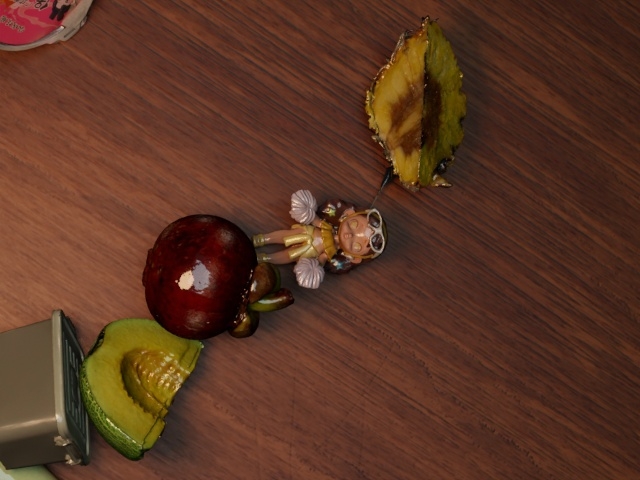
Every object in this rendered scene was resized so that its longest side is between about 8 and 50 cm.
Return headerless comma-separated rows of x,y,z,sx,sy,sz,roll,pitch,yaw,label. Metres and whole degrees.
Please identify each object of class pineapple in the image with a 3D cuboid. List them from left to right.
0.179,-0.228,1.893,0.161,0.158,0.334,-1,87,-51,pineapple

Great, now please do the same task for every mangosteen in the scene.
-0.169,0.069,1.724,0.257,0.215,0.215,14,81,-8,mangosteen

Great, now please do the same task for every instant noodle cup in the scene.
-0.519,-0.472,1.709,0.258,0.302,0.181,-39,70,-19,instant noodle cup

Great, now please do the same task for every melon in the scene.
-0.325,0.243,1.693,0.169,0.129,0.265,35,38,-8,melon

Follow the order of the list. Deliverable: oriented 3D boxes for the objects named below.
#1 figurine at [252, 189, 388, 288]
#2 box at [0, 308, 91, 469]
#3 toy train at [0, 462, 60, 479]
0.002,0.000,1.820,0.240,0.116,0.175,-7,83,-7,figurine
-0.456,0.246,1.641,0.135,0.163,0.243,-11,54,-2,box
-0.522,0.408,1.669,0.285,0.116,0.177,44,64,-3,toy train
